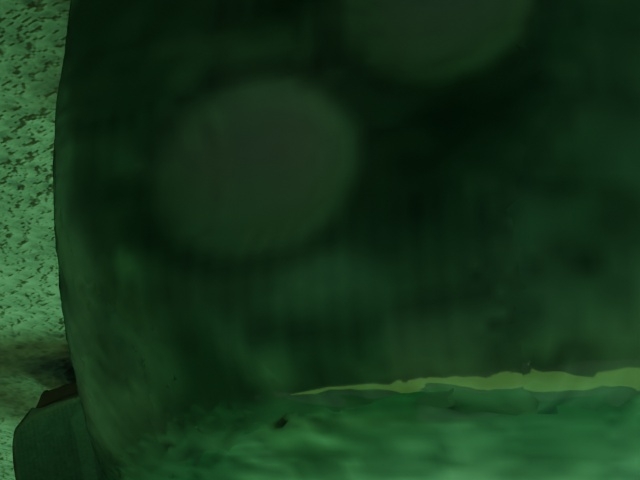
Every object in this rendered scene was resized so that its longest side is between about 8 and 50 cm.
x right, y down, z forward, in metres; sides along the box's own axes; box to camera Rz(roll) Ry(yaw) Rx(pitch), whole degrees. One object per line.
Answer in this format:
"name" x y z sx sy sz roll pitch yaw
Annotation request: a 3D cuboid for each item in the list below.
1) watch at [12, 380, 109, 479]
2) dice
"watch" -0.166 0.263 1.409 0.162 0.253 0.241 -18 160 12
"dice" 0.080 -0.020 0.701 0.328 0.348 0.330 -4 148 10
